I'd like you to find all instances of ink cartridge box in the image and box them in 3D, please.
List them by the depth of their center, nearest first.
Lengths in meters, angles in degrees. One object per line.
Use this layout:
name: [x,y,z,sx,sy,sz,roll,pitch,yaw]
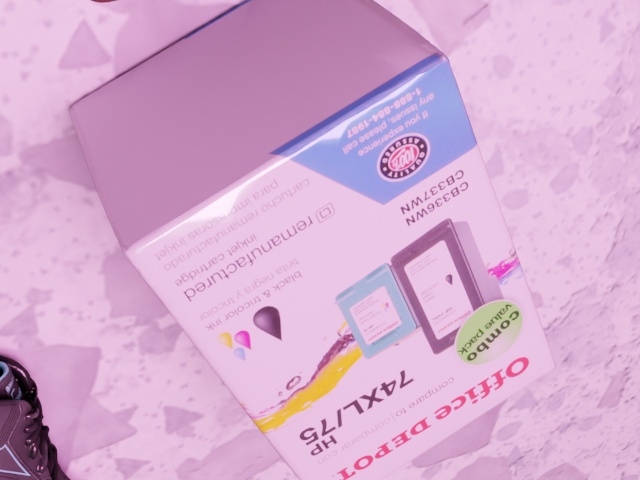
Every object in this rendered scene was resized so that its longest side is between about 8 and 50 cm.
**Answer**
ink cartridge box: [0.000,0.000,0.591,0.198,0.197,0.270,-32,128,-3]

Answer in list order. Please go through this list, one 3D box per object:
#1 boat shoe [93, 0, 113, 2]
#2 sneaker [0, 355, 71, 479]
boat shoe: [-0.046,-0.223,0.515,0.258,0.095,0.095,-28,162,-10]
sneaker: [-0.239,0.156,0.640,0.106,0.101,0.267,-40,129,-1]
